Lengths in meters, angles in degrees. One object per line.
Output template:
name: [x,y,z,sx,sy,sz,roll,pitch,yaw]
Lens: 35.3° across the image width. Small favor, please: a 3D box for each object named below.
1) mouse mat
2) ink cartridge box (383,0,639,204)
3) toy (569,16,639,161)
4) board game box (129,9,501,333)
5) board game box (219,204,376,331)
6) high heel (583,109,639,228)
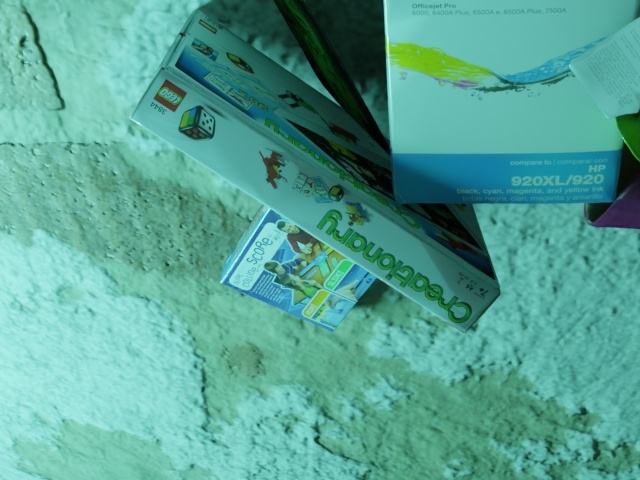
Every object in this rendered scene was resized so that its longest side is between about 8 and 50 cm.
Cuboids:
mouse mat: [-0.010,-0.160,0.788,0.007,0.152,0.189,-35,124,0]
ink cartridge box: [0.134,-0.167,0.726,0.168,0.171,0.232,1,134,8]
toy: [0.291,-0.125,0.613,0.237,0.056,0.137,-33,106,28]
board game box: [0.003,-0.064,0.819,0.305,0.193,0.053,33,111,-13]
board game box: [0.000,0.000,1.007,0.136,0.035,0.201,25,133,-13]
high heel: [0.254,-0.141,0.752,0.181,0.127,0.377,-20,131,14]
